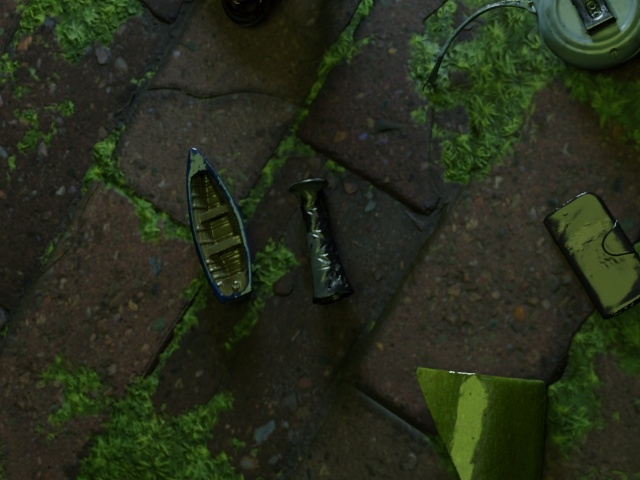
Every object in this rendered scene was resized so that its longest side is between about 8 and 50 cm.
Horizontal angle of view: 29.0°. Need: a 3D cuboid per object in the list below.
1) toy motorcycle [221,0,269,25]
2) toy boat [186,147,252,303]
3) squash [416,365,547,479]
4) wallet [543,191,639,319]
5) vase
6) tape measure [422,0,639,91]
[{"bbox_3d":[-0.112,-0.486,1.759,0.221,0.148,0.326,-31,78,38],"label":"toy motorcycle"},{"bbox_3d":[-0.144,-0.023,1.751,0.080,0.046,0.229,-23,74,17],"label":"toy boat"},{"bbox_3d":[0.187,0.292,1.552,0.169,0.093,0.252,5,84,20],"label":"squash"},{"bbox_3d":[0.353,0.017,1.569,0.082,0.018,0.157,-32,72,14],"label":"wallet"},{"bbox_3d":[0.000,0.000,1.686,0.059,0.059,0.167,-17,76,18],"label":"vase"},{"bbox_3d":[0.280,-0.259,1.603,0.330,0.084,0.164,-30,69,13],"label":"tape measure"}]
